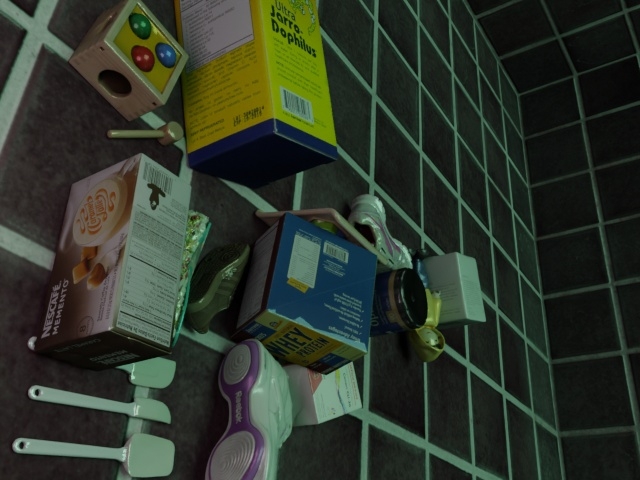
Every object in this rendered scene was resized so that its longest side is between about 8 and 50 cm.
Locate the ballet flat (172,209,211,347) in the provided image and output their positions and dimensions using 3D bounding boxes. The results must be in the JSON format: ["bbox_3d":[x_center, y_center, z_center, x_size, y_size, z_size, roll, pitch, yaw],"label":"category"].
[{"bbox_3d":[-0.228,0.050,0.965,0.077,0.091,0.240,22,48,-17],"label":"ballet flat"}]

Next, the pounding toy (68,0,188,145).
[{"bbox_3d":[-0.269,-0.237,0.994,0.206,0.094,0.181,48,39,-36],"label":"pounding toy"}]

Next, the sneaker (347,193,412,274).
[{"bbox_3d":[0.129,0.021,1.534,0.252,0.103,0.111,59,37,-13],"label":"sneaker"}]

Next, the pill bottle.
[{"bbox_3d":[0.094,0.134,1.294,0.123,0.219,0.122,33,50,-49],"label":"pill bottle"}]

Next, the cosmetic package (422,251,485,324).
[{"bbox_3d":[0.345,0.142,1.768,0.151,0.151,0.183,17,64,-55],"label":"cosmetic package"}]

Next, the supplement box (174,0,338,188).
[{"bbox_3d":[-0.118,-0.303,1.171,0.195,0.194,0.356,13,66,-56],"label":"supplement box"}]

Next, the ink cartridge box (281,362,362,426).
[{"bbox_3d":[0.014,0.281,1.246,0.198,0.067,0.115,3,73,-58],"label":"ink cartridge box"}]

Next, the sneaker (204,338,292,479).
[{"bbox_3d":[-0.090,0.308,1.003,0.152,0.114,0.305,48,33,-41],"label":"sneaker"}]

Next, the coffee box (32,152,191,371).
[{"bbox_3d":[-0.261,0.030,0.831,0.098,0.141,0.246,37,45,-46],"label":"coffee box"}]

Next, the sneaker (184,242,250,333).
[{"bbox_3d":[-0.170,0.075,1.062,0.188,0.066,0.071,-54,141,-49],"label":"sneaker"}]

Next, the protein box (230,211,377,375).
[{"bbox_3d":[-0.024,0.097,1.135,0.200,0.136,0.201,25,52,-21],"label":"protein box"}]

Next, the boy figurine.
[{"bbox_3d":[0.241,0.164,1.634,0.177,0.092,0.285,7,65,-33],"label":"boy figurine"}]

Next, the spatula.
[{"bbox_3d":[-0.280,0.218,0.843,0.242,0.019,0.168,30,53,-50],"label":"spatula"}]

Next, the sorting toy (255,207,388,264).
[{"bbox_3d":[0.000,0.000,1.229,0.193,0.208,0.038,41,62,-43],"label":"sorting toy"}]
